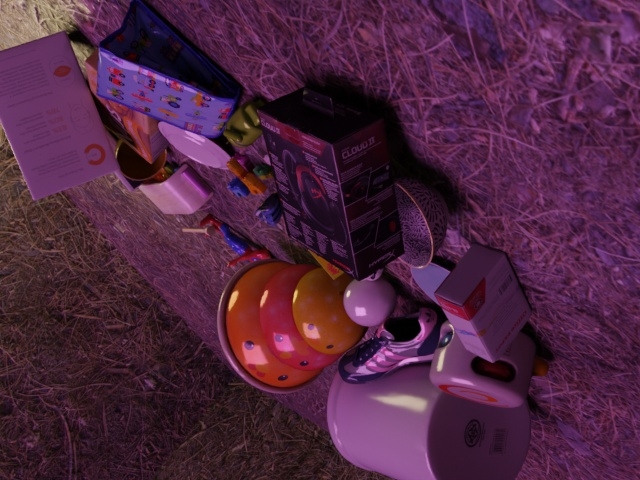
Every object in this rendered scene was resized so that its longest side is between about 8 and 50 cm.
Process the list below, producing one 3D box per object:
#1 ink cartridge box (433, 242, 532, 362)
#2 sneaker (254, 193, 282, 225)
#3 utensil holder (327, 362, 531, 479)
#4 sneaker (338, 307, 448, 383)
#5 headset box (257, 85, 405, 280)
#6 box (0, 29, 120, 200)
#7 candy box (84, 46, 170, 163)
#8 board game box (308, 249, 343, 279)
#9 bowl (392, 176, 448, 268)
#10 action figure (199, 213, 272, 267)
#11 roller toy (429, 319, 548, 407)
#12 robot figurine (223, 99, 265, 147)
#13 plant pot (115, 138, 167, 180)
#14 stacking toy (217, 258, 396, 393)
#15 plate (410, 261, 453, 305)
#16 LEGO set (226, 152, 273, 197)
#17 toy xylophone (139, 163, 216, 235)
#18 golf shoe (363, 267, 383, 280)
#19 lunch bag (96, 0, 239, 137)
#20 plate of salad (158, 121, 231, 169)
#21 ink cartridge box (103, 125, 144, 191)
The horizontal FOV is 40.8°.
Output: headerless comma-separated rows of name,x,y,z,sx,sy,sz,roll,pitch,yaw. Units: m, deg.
ink cartridge box,0.290,0.112,1.524,0.072,0.127,0.175,23,155,45
sneaker,-0.113,-0.069,2.021,0.059,0.053,0.144,42,170,-5
utensil holder,0.247,0.415,2.013,0.327,0.328,0.385,47,159,-21
sneaker,0.147,0.225,1.929,0.319,0.112,0.131,-26,127,30
headset box,0.016,-0.111,1.436,0.218,0.110,0.293,31,143,47
box,-0.647,-0.295,2.056,0.346,0.214,0.168,71,165,-11
candy box,-0.445,-0.319,2.026,0.183,0.087,0.316,40,162,4
board game box,0.000,0.000,1.844,0.092,0.043,0.181,50,-173,-28
bowl,0.163,-0.045,1.454,0.170,0.080,0.170,47,154,31
action figure,-0.243,0.049,2.426,0.280,0.139,0.091,28,160,25
roller toy,0.320,0.233,1.680,0.209,0.146,0.191,3,160,38
robot figurine,-0.141,-0.223,1.656,0.067,0.101,0.115,54,138,0
plant pot,-0.481,-0.237,2.253,0.134,0.134,0.095,55,174,-38
stacking toy,0.001,0.168,2.068,0.350,0.351,0.479,45,144,-16
plate,0.261,0.096,1.711,0.188,0.024,0.188,34,161,14
LEGO set,-0.158,-0.153,1.855,0.093,0.087,0.227,46,160,-19
toy xylophone,-0.396,-0.121,2.401,0.322,0.081,0.236,13,148,54
golf shoe,0.090,0.051,1.811,0.077,0.094,0.198,5,153,15
lunch bag,-0.288,-0.306,1.720,0.293,0.138,0.221,32,160,-6
plate of salad,-0.282,-0.226,1.986,0.199,0.048,0.200,25,166,6
ink cartridge box,-0.626,-0.316,2.383,0.304,0.072,0.307,56,176,-41
